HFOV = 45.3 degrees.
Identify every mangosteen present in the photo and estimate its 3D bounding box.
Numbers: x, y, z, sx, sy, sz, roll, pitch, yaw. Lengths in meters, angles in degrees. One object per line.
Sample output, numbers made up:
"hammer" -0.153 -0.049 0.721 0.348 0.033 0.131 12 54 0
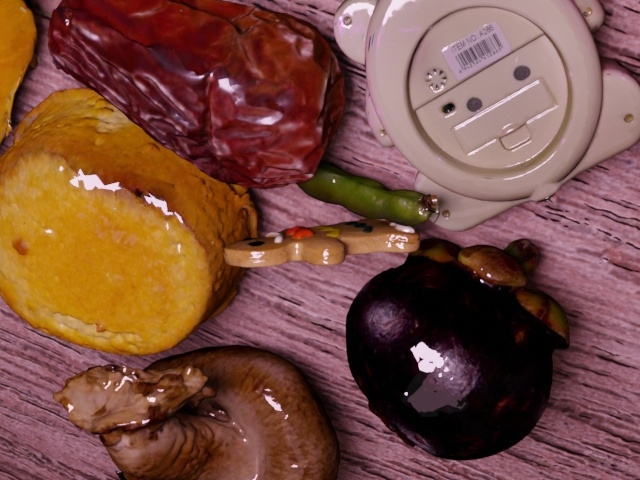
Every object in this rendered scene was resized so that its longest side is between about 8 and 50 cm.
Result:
"mangosteen" 0.176 0.128 0.963 0.287 0.287 0.233 -7 125 15

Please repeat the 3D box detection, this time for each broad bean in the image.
"broad bean" 0.049 -0.058 0.944 0.254 0.046 0.065 20 156 40

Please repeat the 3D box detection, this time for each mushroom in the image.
"mushroom" -0.139 0.293 1.056 0.331 0.356 0.334 -6 95 2

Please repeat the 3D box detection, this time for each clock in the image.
"clock" 0.184 -0.188 0.870 0.284 0.114 0.309 -28 106 24

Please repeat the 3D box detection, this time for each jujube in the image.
"jujube" -0.139 -0.192 0.879 0.342 0.216 0.216 21 119 0

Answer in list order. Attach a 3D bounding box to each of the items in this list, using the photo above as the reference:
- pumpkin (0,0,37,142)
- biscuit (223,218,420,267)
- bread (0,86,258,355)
"pumpkin" -0.486 -0.242 0.942 0.232 0.242 0.325 49 124 18
"biscuit" 0.000 -0.002 0.934 0.240 0.158 0.035 -7 100 -23
"bread" -0.272 -0.016 0.997 0.358 0.204 0.337 23 114 1
